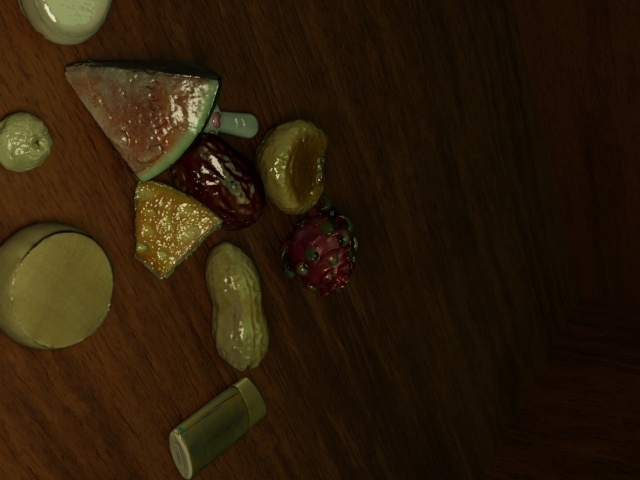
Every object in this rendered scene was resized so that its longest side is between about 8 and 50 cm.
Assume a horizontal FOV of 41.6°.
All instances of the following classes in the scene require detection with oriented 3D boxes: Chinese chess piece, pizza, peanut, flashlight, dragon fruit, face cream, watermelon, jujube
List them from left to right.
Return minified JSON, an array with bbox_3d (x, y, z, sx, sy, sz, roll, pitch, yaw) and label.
[{"bbox_3d":[-0.521,0.088,1.634,0.250,0.103,0.250,-10,103,-51],"label":"Chinese chess piece"},{"bbox_3d":[-0.371,-0.285,1.780,0.283,0.292,0.250,-57,-179,3],"label":"watermelon"},{"bbox_3d":[-0.345,-0.035,1.851,0.188,0.204,0.080,-51,180,4],"label":"pizza"},{"bbox_3d":[-0.229,-0.132,1.917,0.183,0.183,0.243,-55,126,-33],"label":"jujube"},{"bbox_3d":[-0.243,0.447,2.053,0.285,0.067,0.139,-32,120,-45],"label":"face cream"},{"bbox_3d":[-0.222,-0.281,2.013,0.200,0.047,0.093,1,93,-51],"label":"flashlight"},{"bbox_3d":[-0.203,0.155,2.011,0.149,0.149,0.313,-26,112,-47],"label":"peanut"},{"bbox_3d":[0.007,0.007,2.208,0.198,0.218,0.273,24,66,-13],"label":"dragon fruit"}]

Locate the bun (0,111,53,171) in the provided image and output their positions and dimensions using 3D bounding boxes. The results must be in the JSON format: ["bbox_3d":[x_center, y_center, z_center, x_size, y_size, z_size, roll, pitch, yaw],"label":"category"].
[{"bbox_3d":[-0.557,-0.184,1.582,0.115,0.069,0.115,-6,98,-50],"label":"bun"}]

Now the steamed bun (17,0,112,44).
[{"bbox_3d":[-0.487,-0.483,1.586,0.177,0.130,0.228,-4,99,-41],"label":"steamed bun"}]

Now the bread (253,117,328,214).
[{"bbox_3d":[-0.077,-0.192,2.141,0.244,0.134,0.244,-13,107,-53],"label":"bread"}]
